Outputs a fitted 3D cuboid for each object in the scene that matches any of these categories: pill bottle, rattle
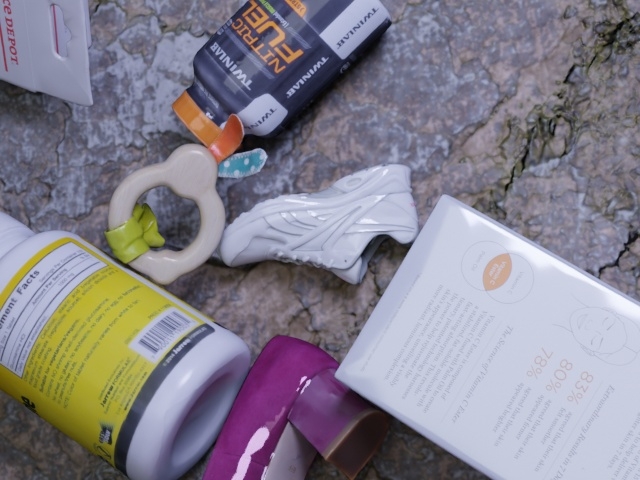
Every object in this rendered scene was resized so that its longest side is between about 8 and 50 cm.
[{"bbox_3d":[-0.259,0.108,1.370,0.334,0.188,0.188,31,91,17],"label":"pill bottle"},{"bbox_3d":[-0.049,-0.201,1.386,0.246,0.130,0.130,-44,74,6],"label":"pill bottle"},{"bbox_3d":[-0.143,-0.055,1.388,0.130,0.143,0.199,34,95,6],"label":"rattle"}]

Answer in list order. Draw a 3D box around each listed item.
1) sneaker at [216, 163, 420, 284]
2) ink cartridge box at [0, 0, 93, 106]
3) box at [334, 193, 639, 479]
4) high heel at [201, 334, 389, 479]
[{"bbox_3d":[0.000,0.000,1.369,0.232,0.090,0.115,-19,81,13],"label":"sneaker"},{"bbox_3d":[-0.385,-0.309,1.446,0.354,0.207,0.119,22,46,16],"label":"ink cartridge box"},{"bbox_3d":[0.226,0.138,1.245,0.345,0.168,0.215,31,91,17],"label":"box"},{"bbox_3d":[-0.106,0.270,1.321,0.377,0.127,0.181,-42,44,-12],"label":"high heel"}]
